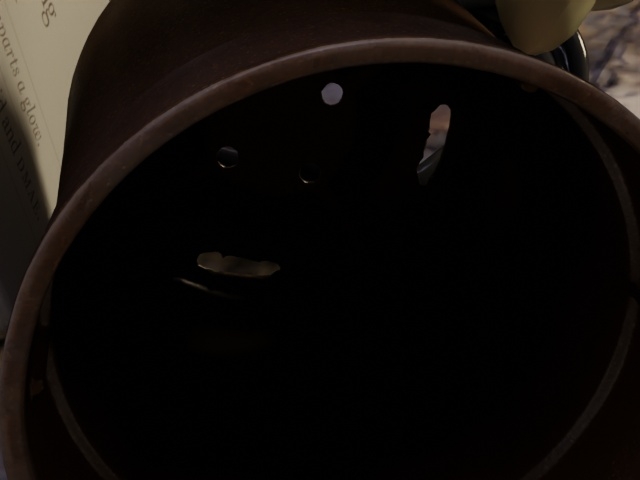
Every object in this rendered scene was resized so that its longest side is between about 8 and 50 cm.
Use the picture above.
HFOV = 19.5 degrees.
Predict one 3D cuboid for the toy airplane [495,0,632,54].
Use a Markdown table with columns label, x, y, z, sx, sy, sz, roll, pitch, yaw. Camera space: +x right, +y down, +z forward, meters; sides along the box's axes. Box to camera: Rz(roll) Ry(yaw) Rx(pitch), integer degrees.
| label | x | y | z | sx | sy | sz | roll | pitch | yaw |
| --- | --- | --- | --- | --- | --- | --- | --- | --- | --- |
| toy airplane | 0.231 | -0.118 | 0.481 | 0.384 | 0.272 | 0.386 | -34 | 73 | -12 |

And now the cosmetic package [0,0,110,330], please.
| label | x | y | z | sx | sy | sz | roll | pitch | yaw |
| --- | --- | --- | --- | --- | --- | --- | --- | --- | --- |
| cosmetic package | -0.147 | -0.087 | 0.578 | 0.151 | 0.151 | 0.184 | 2 | 40 | 18 |

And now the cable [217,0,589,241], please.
| label | x | y | z | sx | sy | sz | roll | pitch | yaw |
| --- | --- | --- | --- | --- | --- | --- | --- | --- | --- |
| cable | 0.004 | -0.054 | 0.639 | 0.150 | 0.047 | 0.184 | -25 | 39 | -20 |

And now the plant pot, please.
| label | x | y | z | sx | sy | sz | roll | pitch | yaw |
| --- | --- | --- | --- | --- | --- | --- | --- | --- | --- |
| plant pot | 0.000 | 0.000 | 0.481 | 0.167 | 0.167 | 0.165 | -13 | 27 | -4 |
